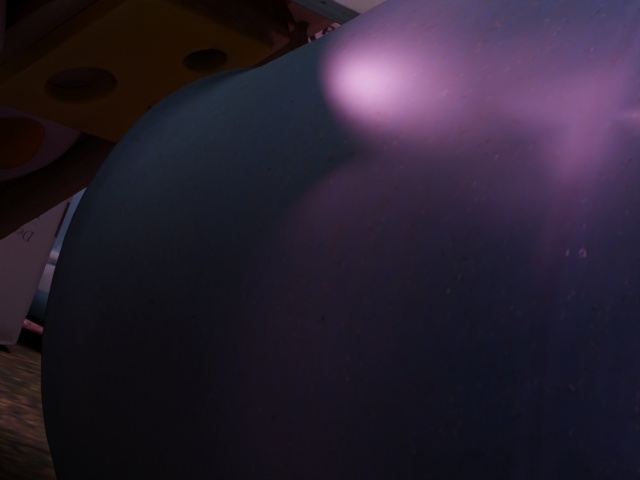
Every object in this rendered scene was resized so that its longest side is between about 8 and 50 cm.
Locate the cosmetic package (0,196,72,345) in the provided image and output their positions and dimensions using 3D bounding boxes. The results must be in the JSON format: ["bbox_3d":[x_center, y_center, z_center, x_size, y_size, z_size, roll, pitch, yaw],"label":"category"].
[{"bbox_3d":[-0.219,-0.061,0.972,0.151,0.183,0.151,20,2,-22],"label":"cosmetic package"}]

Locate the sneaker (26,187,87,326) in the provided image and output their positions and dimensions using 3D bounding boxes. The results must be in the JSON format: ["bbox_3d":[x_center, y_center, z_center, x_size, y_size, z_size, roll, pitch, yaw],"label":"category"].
[{"bbox_3d":[0.000,0.000,1.037,0.319,0.208,0.127,20,-10,-10],"label":"sneaker"}]

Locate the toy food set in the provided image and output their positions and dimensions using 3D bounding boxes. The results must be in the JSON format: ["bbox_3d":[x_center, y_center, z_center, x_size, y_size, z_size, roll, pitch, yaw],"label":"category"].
[{"bbox_3d":[-0.130,-0.033,0.617,0.306,0.092,0.220,-27,-29,33],"label":"toy food set"}]

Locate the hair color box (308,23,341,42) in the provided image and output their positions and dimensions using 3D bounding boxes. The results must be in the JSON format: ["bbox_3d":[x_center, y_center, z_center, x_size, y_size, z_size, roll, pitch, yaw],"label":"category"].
[{"bbox_3d":[0.003,-0.054,1.182,0.174,0.105,0.347,21,-42,19],"label":"hair color box"}]

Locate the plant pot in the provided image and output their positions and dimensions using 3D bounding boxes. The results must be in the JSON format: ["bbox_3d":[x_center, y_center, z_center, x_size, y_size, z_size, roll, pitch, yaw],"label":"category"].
[{"bbox_3d":[0.069,0.037,0.488,0.255,0.271,0.272,4,-10,42],"label":"plant pot"}]
